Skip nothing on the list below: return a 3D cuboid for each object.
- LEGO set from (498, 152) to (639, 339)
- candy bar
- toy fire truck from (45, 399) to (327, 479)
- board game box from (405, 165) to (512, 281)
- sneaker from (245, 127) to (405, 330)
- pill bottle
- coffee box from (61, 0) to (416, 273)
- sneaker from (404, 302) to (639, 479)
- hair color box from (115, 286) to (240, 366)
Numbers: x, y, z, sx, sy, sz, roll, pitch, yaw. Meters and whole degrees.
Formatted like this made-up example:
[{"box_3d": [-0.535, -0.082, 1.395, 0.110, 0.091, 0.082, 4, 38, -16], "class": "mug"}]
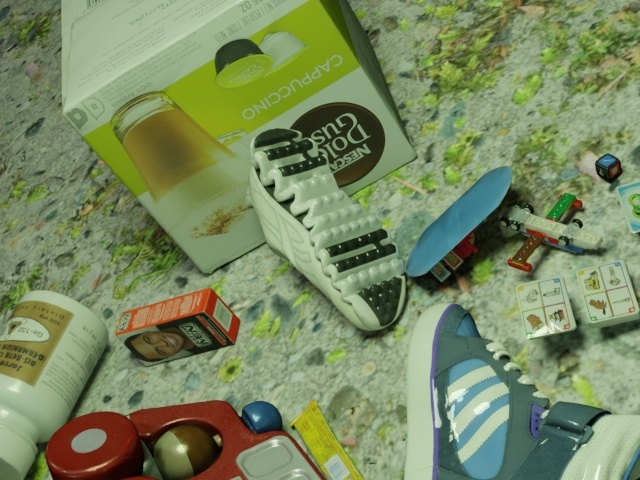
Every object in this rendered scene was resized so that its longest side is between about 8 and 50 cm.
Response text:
[{"box_3d": [0.290, 0.008, 1.235, 0.182, 0.060, 0.244, -15, 42, 10], "class": "LEGO set"}, {"box_3d": [0.008, 0.225, 1.238, 0.040, 0.018, 0.161, -41, 37, 1], "class": "candy bar"}, {"box_3d": [-0.130, 0.270, 1.213, 0.254, 0.169, 0.302, -21, 33, -18], "class": "toy fire truck"}, {"box_3d": [0.169, -0.013, 1.337, 0.169, 0.033, 0.133, -44, 12, 16], "class": "board game box"}, {"box_3d": [0.000, 0.000, 1.395, 0.110, 0.118, 0.292, -11, 54, -35], "class": "sneaker"}, {"box_3d": [-0.379, 0.189, 1.505, 0.131, 0.131, 0.229, -6, 47, 36], "class": "pill bottle"}, {"box_3d": [-0.117, -0.230, 1.568, 0.338, 0.334, 0.338, -29, 39, 11], "class": "coffee box"}, {"box_3d": [0.204, 0.172, 1.059, 0.236, 0.130, 0.323, -11, 38, 18], "class": "sneaker"}, {"box_3d": [-0.181, 0.111, 1.475, 0.141, 0.072, 0.043, -17, 41, 28], "class": "hair color box"}]
